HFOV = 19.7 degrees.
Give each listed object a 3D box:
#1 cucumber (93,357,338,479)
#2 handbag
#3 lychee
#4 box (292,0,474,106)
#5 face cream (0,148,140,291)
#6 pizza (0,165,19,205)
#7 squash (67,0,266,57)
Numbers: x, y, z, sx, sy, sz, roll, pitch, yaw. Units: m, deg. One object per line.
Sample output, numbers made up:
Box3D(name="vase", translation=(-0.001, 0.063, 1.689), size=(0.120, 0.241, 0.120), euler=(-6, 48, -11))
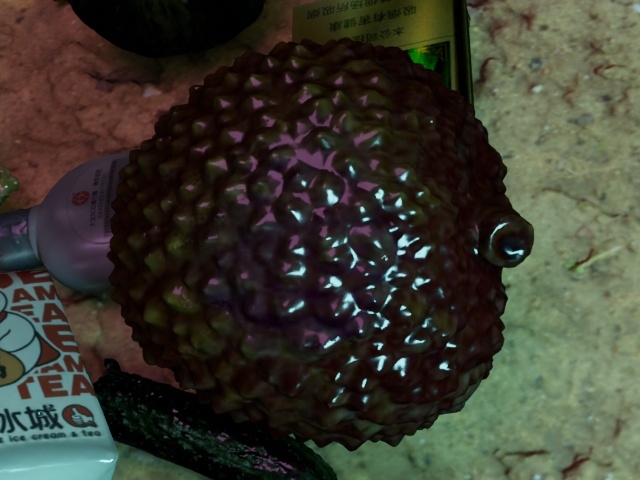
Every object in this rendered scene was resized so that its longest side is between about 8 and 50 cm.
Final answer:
Box3D(name="cucumber", translation=(-0.086, 0.148, 1.400), size=(0.245, 0.067, 0.067), euler=(16, 58, 34))
Box3D(name="handbag", translation=(-0.276, 0.118, 1.407), size=(0.171, 0.151, 0.298), euler=(-3, 41, -25))
Box3D(name="lychee", translation=(0.000, 0.000, 1.336), size=(0.330, 0.306, 0.306), euler=(-5, 48, 24))
Box3D(name="box", translation=(0.055, -0.117, 1.577), size=(0.159, 0.071, 0.240), euler=(-10, 48, 11))
Box3D(name="face cream", translation=(-0.168, -0.018, 1.578), size=(0.291, 0.071, 0.144), euler=(-12, 45, 11))
Box3D(name="pizza", translation=(-0.396, -0.057, 1.712), size=(0.288, 0.075, 0.280), euler=(16, 62, 30))
Box3D(name="squash", translation=(-0.144, -0.272, 1.726), size=(0.218, 0.172, 0.218), euler=(-6, 49, 7))
